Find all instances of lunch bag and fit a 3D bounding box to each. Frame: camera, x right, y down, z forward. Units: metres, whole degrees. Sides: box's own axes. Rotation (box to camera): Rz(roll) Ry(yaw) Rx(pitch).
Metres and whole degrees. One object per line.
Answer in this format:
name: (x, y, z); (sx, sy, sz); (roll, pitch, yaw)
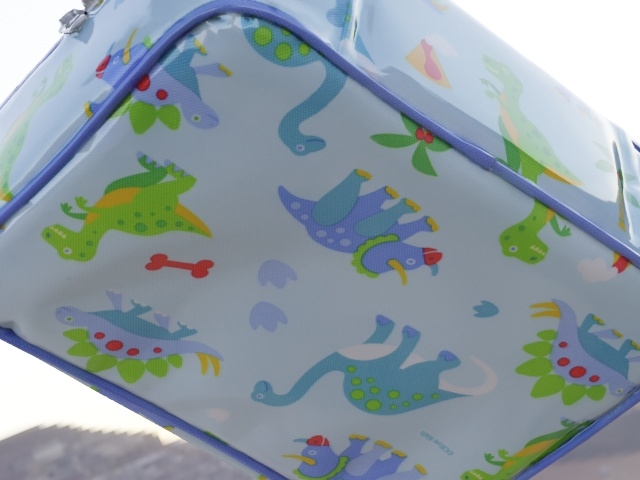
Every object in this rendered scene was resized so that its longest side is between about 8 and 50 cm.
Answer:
lunch bag: (0.000, 0.000, 0.598); (0.176, 0.219, 0.090); (-43, 29, 31)
